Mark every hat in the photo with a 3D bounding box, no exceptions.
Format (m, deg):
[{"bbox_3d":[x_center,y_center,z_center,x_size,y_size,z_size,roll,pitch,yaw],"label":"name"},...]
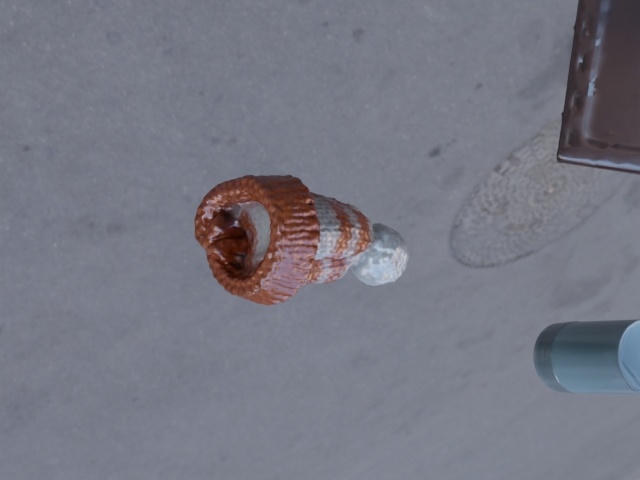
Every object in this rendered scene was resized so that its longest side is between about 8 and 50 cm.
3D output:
[{"bbox_3d":[0.000,0.000,0.641,0.162,0.093,0.112,-1,179,-39],"label":"hat"}]

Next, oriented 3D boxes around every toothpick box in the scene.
[{"bbox_3d":[0.194,0.081,0.586,0.052,0.052,0.083,-14,179,-26],"label":"toothpick box"}]

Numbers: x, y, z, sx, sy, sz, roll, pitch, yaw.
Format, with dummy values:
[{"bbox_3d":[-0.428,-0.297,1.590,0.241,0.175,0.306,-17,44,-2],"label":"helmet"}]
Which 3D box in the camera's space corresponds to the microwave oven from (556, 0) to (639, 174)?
[{"bbox_3d":[0.263,-0.168,0.520,0.178,0.188,0.247,-51,145,-55],"label":"microwave oven"}]
